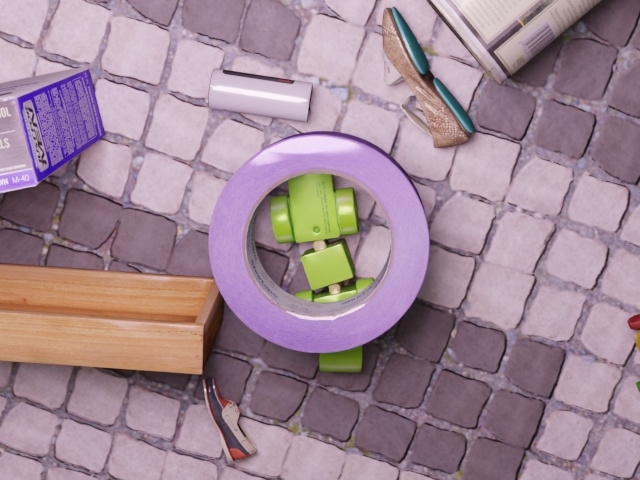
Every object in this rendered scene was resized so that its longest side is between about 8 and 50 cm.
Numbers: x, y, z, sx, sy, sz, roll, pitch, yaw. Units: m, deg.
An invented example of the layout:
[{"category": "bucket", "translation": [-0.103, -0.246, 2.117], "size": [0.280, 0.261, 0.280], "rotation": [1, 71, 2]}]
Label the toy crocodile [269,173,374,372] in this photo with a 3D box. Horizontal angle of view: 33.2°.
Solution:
[{"category": "toy crocodile", "translation": [0.009, 0.023, 1.466], "size": [0.115, 0.105, 0.340], "rotation": [-12, 98, 6]}]

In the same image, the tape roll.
[{"category": "tape roll", "translation": [0.000, 0.000, 1.365], "size": [0.275, 0.090, 0.274], "rotation": [1, 98, 4]}]

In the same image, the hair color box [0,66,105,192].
[{"category": "hair color box", "translation": [-0.397, -0.132, 1.314], "size": [0.185, 0.339, 0.110], "rotation": [-10, 103, 5]}]

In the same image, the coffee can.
[{"category": "coffee can", "translation": [0.261, -0.353, 1.302], "size": [0.275, 0.201, 0.201], "rotation": [-40, 99, 11]}]

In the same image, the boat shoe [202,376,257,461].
[{"category": "boat shoe", "translation": [-0.133, 0.255, 1.549], "size": [0.043, 0.049, 0.137], "rotation": [-19, 105, 4]}]

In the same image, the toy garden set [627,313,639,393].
[{"category": "toy garden set", "translation": [0.562, 0.165, 1.496], "size": [0.244, 0.049, 0.204], "rotation": [-24, 102, 8]}]

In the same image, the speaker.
[{"category": "speaker", "translation": [-0.079, -0.193, 1.432], "size": [0.136, 0.055, 0.055], "rotation": [9, 104, 1]}]

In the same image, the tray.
[{"category": "tray", "translation": [-0.347, 0.100, 1.439], "size": [0.411, 0.203, 0.076], "rotation": [5, 105, 1]}]

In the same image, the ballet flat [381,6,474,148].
[{"category": "ballet flat", "translation": [0.123, -0.207, 1.415], "size": [0.067, 0.073, 0.206], "rotation": [-30, 97, 24]}]
